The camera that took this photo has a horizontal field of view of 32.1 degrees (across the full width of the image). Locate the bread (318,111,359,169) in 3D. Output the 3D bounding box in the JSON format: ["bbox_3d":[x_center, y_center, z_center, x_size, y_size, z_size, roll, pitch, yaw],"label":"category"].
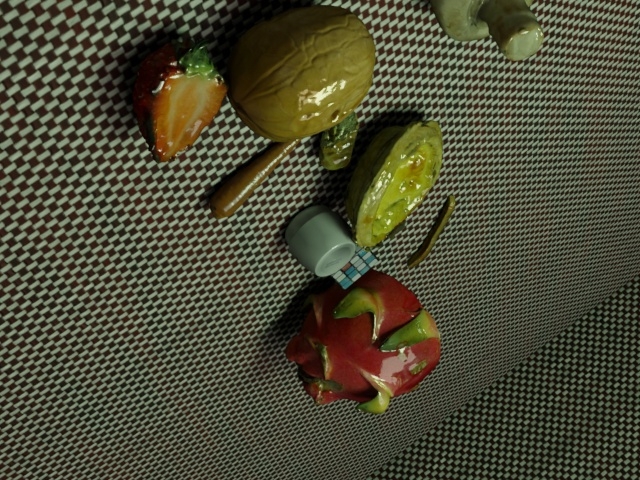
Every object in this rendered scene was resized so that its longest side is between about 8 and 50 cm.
[{"bbox_3d":[0.029,-0.166,1.900,0.066,0.060,0.110,-57,169,-39],"label":"bread"}]

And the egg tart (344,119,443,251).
[{"bbox_3d":[0.127,-0.110,2.040,0.279,0.095,0.279,-45,157,-26],"label":"egg tart"}]

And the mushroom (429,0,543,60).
[{"bbox_3d":[0.271,-0.393,1.725,0.206,0.209,0.206,-13,119,-26],"label":"mushroom"}]

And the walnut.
[{"bbox_3d":[-0.027,-0.239,1.589,0.226,0.193,0.193,-28,151,-27],"label":"walnut"}]

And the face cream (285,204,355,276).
[{"bbox_3d":[0.000,0.000,2.059,0.117,0.104,0.117,-30,152,-18],"label":"face cream"}]

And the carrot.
[{"bbox_3d":[-0.101,-0.116,1.833,0.216,0.048,0.048,-44,153,-4],"label":"carrot"}]

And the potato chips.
[{"bbox_3d":[0.248,-0.018,2.433,0.037,0.026,0.204,2,134,-34],"label":"potato chips"}]

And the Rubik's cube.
[{"bbox_3d":[0.042,0.024,2.162,0.092,0.092,0.092,-41,153,2],"label":"Rubik's cube"}]

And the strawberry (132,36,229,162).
[{"bbox_3d":[-0.201,-0.202,1.525,0.140,0.085,0.192,-35,153,-12],"label":"strawberry"}]

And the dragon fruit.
[{"bbox_3d":[0.073,0.224,2.277,0.226,0.305,0.305,-35,154,-32],"label":"dragon fruit"}]
